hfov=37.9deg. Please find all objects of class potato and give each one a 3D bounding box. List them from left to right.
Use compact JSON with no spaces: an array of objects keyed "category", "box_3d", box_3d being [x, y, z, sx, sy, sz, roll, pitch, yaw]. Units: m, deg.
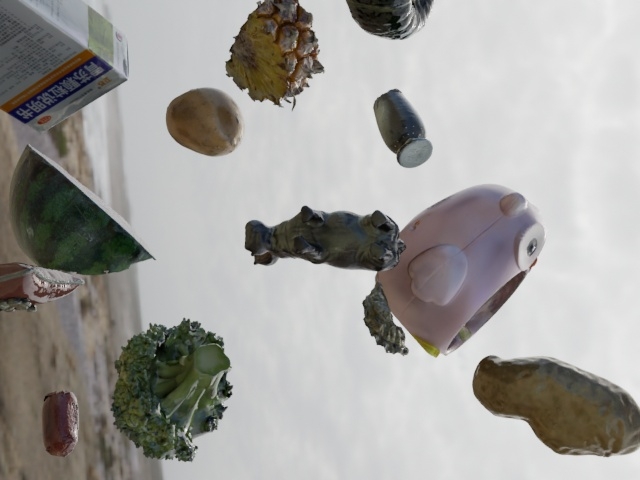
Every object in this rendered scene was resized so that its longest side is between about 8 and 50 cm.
[{"category":"potato","box_3d":[-0.183,-0.189,1.488,0.147,0.112,0.112,16,-62,30]}]

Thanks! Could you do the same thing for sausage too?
[{"category":"sausage","box_3d":[-0.529,0.370,1.891,0.076,0.076,0.141,106,-23,-59]}]

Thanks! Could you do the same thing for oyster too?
[{"category":"oyster","box_3d":[0.121,0.157,1.723,0.121,0.045,0.146,55,18,-16]}]

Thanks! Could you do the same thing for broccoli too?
[{"category":"broccoli","box_3d":[-0.286,0.281,1.800,0.259,0.236,0.288,95,-14,-58]}]

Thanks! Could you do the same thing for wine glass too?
[{"category":"wine glass","box_3d":[0.203,-0.279,2.324,0.111,0.111,0.204,98,-24,-47]}]

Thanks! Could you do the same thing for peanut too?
[{"category":"peanut","box_3d":[0.521,0.363,2.053,0.192,0.387,0.169,-69,161,2]}]

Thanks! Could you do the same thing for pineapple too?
[{"category":"pineapple","box_3d":[-0.056,-0.258,1.331,0.135,0.079,0.233,49,-22,2]}]

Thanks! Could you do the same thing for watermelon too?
[{"category":"watermelon","box_3d":[-0.588,-0.024,2.135,0.319,0.222,0.292,43,1,-33]}]

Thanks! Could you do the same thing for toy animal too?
[{"category":"toy animal","box_3d":[-0.013,-0.004,1.705,0.168,0.343,0.106,26,68,-57]}]

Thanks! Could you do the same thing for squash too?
[{"category":"squash","box_3d":[0.160,-0.553,1.990,0.165,0.252,0.252,20,-57,31]}]

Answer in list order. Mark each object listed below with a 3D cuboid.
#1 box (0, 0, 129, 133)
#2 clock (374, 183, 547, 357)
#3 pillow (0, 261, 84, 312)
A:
[{"category":"box","box_3d":[-0.466,-0.311,1.417,0.299,0.200,0.106,35,37,-49]},{"category":"clock","box_3d":[0.306,0.038,2.022,0.250,0.376,0.368,46,11,18]},{"category":"pillow","box_3d":[-0.490,0.079,1.482,0.179,0.172,0.075,23,59,-75]}]
